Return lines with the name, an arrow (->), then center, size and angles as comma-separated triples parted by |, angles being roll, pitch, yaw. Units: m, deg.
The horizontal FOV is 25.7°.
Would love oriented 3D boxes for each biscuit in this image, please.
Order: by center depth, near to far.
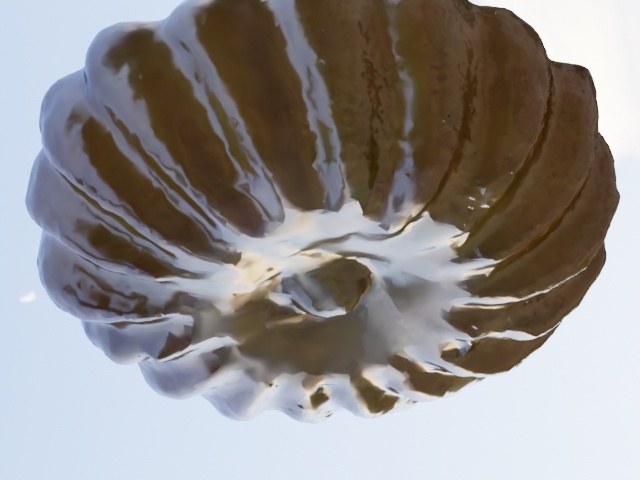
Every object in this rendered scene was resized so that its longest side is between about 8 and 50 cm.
biscuit -> 0.000, 0.000, 0.761 | 0.326, 0.326, 0.107 | 53, -153, -42
